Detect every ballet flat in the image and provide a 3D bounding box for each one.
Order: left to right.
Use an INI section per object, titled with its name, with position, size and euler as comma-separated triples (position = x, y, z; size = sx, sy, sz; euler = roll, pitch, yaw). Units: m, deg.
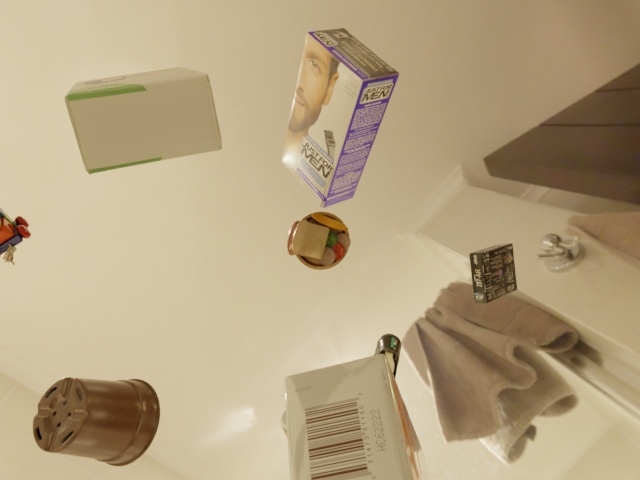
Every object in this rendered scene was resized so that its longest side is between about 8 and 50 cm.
[ballet flat]
position = 0.183, 0.415, 1.418
size = 0.096, 0.096, 0.280
euler = 7, -70, 3

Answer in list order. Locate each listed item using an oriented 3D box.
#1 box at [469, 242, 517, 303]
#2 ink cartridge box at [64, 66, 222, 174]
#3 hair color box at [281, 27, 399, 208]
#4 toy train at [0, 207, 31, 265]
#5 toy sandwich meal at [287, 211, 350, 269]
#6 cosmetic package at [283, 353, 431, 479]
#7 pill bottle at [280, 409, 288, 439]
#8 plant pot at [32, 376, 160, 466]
[box]
position = 0.232, 0.042, 0.627
size = 0.083, 0.018, 0.067
euler = -12, -83, -40
[ink cartridge box]
position = -0.230, -0.165, 0.607
size = 0.155, 0.212, 0.093
euler = -15, -65, -18
[hair color box]
position = 0.026, -0.257, 1.029
size = 0.110, 0.185, 0.338
euler = -21, -32, -33
[toy train]
position = -0.857, -0.034, 1.235
size = 0.105, 0.248, 0.143
euler = -39, -54, -16
[toy sandwich meal]
position = 0.000, 0.000, 0.608
size = 0.086, 0.029, 0.085
euler = -1, -86, -12
[cosmetic package]
position = 0.092, 0.400, 0.770
size = 0.162, 0.229, 0.453
euler = -15, -42, 8
[pill bottle]
position = -0.060, 0.644, 1.561
size = 0.103, 0.103, 0.184
euler = -21, -64, -5
[plant pot]
position = -0.423, 0.331, 0.881
size = 0.167, 0.167, 0.165
euler = -41, -34, 1
